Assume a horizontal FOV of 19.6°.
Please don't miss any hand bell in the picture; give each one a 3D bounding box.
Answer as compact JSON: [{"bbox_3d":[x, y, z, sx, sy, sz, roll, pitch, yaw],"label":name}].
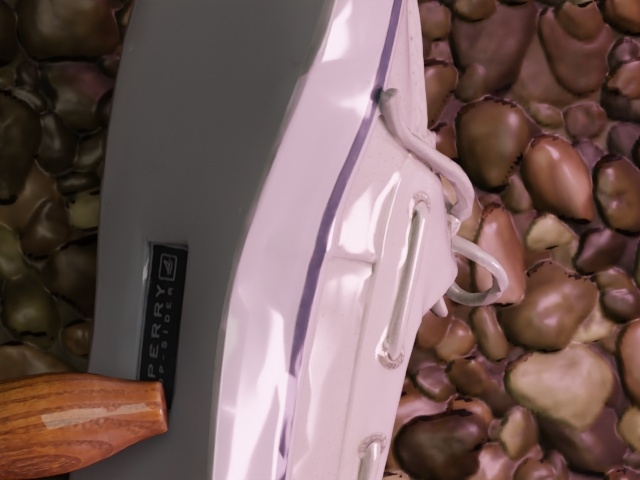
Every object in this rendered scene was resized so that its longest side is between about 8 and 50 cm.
[{"bbox_3d":[-0.178,0.083,0.701,0.242,0.126,0.126,-8,80,2],"label":"hand bell"}]

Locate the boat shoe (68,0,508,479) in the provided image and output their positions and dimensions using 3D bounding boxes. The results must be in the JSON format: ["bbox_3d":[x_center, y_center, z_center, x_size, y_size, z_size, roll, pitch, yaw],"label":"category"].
[{"bbox_3d":[0.006,0.003,0.765,0.156,0.136,0.367,8,89,-43],"label":"boat shoe"}]
